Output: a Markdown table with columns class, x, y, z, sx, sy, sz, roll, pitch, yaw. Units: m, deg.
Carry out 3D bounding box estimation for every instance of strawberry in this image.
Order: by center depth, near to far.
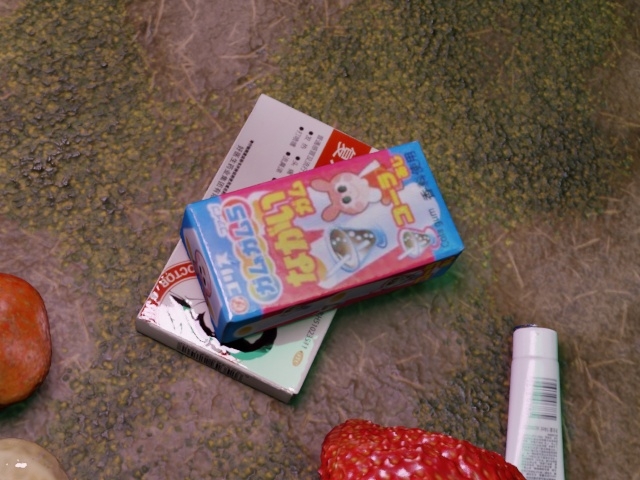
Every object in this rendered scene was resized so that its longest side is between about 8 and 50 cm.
| class | x | y | z | sx | sy | sz | roll | pitch | yaw |
| --- | --- | --- | --- | --- | --- | --- | --- | --- | --- |
| strawberry | 0.113 | 0.310 | 1.147 | 0.239 | 0.250 | 0.288 | -12 | 34 | -30 |

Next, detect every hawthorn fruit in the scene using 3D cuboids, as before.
| class | x | y | z | sx | sy | sz | roll | pitch | yaw |
| --- | --- | --- | --- | --- | --- | --- | --- | --- | --- |
| hawthorn fruit | -0.381 | 0.093 | 1.192 | 0.163 | 0.162 | 0.203 | 11 | 55 | -6 |

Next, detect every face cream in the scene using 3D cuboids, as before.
| class | x | y | z | sx | sy | sz | roll | pitch | yaw |
| --- | --- | --- | --- | --- | --- | --- | --- | --- | --- |
| face cream | 0.268 | 0.228 | 1.304 | 0.092 | 0.058 | 0.243 | 9 | 72 | -14 |

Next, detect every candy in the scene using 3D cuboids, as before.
| class | x | y | z | sx | sy | sz | roll | pitch | yaw |
| --- | --- | --- | --- | --- | --- | --- | --- | --- | --- |
| candy | 0.000 | 0.000 | 1.253 | 0.306 | 0.100 | 0.157 | -16 | 73 | -16 |

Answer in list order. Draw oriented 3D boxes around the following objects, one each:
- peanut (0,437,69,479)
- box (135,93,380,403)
| class | x | y | z | sx | sy | sz | roll | pitch | yaw |
| --- | --- | --- | --- | --- | --- | --- | --- | --- | --- |
| peanut | -0.279 | 0.339 | 1.113 | 0.130 | 0.130 | 0.290 | -38 | 78 | -22 |
| box | -0.058 | 0.003 | 1.326 | 0.214 | 0.069 | 0.353 | 26 | 67 | 0 |
